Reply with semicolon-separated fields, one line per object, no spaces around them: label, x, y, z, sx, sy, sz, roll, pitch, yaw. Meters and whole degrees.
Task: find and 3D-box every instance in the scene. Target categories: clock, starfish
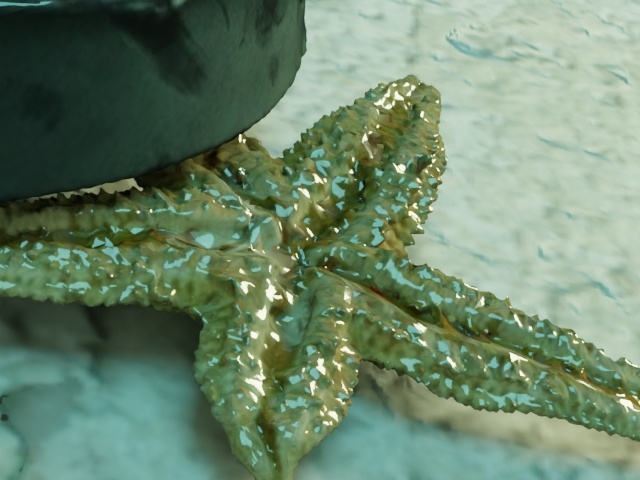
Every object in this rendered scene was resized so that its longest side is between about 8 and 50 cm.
clock;-0.158;-0.118;0.551;0.319;0.066;0.319;8;30;-5
starfish;0.002;-0.005;0.528;0.295;0.048;0.231;13;36;-11
